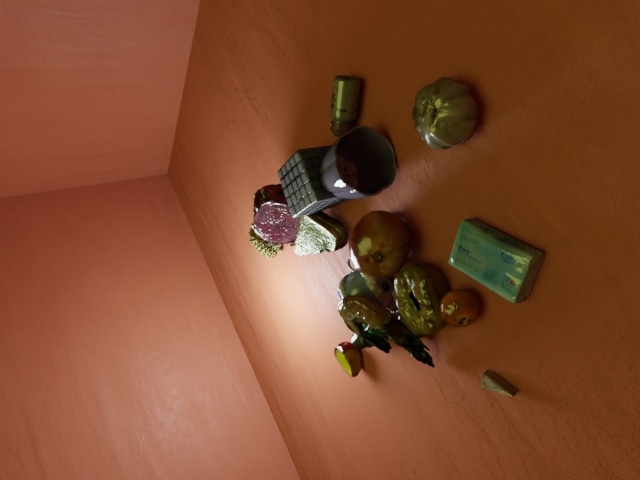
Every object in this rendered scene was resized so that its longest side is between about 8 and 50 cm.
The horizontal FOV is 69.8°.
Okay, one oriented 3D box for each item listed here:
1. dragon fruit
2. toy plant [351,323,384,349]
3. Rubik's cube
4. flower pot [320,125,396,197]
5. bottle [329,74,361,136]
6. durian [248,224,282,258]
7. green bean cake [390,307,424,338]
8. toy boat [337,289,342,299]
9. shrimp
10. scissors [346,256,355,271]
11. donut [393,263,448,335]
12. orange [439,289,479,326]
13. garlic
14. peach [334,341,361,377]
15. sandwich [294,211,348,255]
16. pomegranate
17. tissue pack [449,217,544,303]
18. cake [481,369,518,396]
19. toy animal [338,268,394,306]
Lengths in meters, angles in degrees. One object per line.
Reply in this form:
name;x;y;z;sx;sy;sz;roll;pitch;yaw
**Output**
dragon fruit;-0.191;-0.174;2.301;0.263;0.296;0.314;-89;10;-47
toy plant;0.219;0.408;2.048;0.200;0.105;0.143;-45;43;32
Rubik's cube;-0.016;-0.256;1.989;0.238;0.237;0.237;-28;81;57
flower pot;0.120;-0.282;1.776;0.243;0.265;0.265;-11;94;64
bottle;0.095;-0.530;1.829;0.110;0.110;0.233;38;132;43
durian;-0.310;0.003;2.647;0.306;0.166;0.172;38;163;50
green bean cake;0.352;0.332;1.850;0.135;0.056;0.135;-24;82;56
toy boat;0.208;0.297;2.012;0.129;0.088;0.295;-49;57;6
shrimp;0.253;0.375;1.813;0.445;0.085;0.272;34;144;5
scissors;0.201;0.146;2.020;0.242;0.030;0.118;53;137;27
donut;0.376;0.216;1.700;0.208;0.128;0.261;-4;100;58
orange;0.472;0.227;1.565;0.135;0.135;0.117;117;152;-46
garlic;0.378;-0.393;1.428;0.228;0.152;0.228;34;136;41
peach;0.144;0.570;2.229;0.172;0.092;0.127;54;149;9
sandwich;-0.003;0.002;2.150;0.254;0.099;0.288;36;135;22
pomegranate;0.226;0.003;1.759;0.270;0.229;0.252;-76;-6;-58
tissue pack;0.537;0.060;1.434;0.263;0.089;0.177;36;129;43
cake;0.606;0.496;1.548;0.121;0.052;0.065;29;121;47
toy animal;0.189;0.196;1.902;0.204;0.156;0.208;-36;72;25
